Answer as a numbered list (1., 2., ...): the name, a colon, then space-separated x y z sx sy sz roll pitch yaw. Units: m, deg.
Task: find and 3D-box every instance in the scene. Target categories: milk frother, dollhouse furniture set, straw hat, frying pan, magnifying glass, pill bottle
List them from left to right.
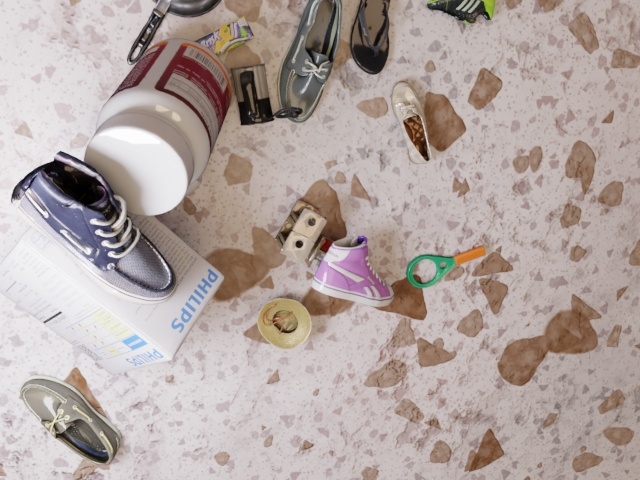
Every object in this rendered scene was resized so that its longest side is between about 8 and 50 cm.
1. frying pan: -0.355 -0.567 1.320 0.326 0.053 0.197 -36 108 -3
2. pill bottle: -0.319 -0.238 1.207 0.223 0.392 0.224 2 128 3
3. milk frother: -0.125 -0.345 1.383 0.143 0.129 0.135 -13 108 -14
4. straw hat: -0.092 0.213 1.573 0.144 0.061 0.145 0 95 3
5. dollhouse furniture set: 0.000 0.000 1.497 0.183 0.129 0.129 28 98 -16
6. magnifying glass: 0.348 0.064 1.642 0.230 0.026 0.092 -18 107 -4

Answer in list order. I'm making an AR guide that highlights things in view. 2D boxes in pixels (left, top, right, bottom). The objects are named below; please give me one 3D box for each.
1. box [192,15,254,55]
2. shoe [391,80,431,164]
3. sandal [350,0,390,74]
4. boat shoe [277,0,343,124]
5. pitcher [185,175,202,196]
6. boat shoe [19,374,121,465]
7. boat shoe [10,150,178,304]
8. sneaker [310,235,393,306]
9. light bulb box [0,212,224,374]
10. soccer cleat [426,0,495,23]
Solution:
1. box: -0.239 -0.455 1.363 0.168 0.059 0.054 -27 109 -3
2. shoe: 0.238 -0.297 1.501 0.076 0.058 0.219 -21 108 -5
3. sandal: 0.127 -0.530 1.417 0.097 0.054 0.255 1 105 -11
4. boat shoe: -0.022 -0.430 1.392 0.116 0.099 0.320 14 103 -16
5. pitcher: -0.398 -0.170 1.384 0.207 0.125 0.178 -15 100 6
6. boat shoe: -0.642 0.462 1.516 0.109 0.091 0.305 -43 109 2
7. boat shoe: -0.378 -0.012 1.051 0.340 0.158 0.127 38 53 -20
8. sneaker: 0.116 0.076 1.514 0.282 0.102 0.161 16 99 -47
9. light bulb box: -0.469 0.086 1.285 0.361 0.357 0.225 43 53 -19
10. soccer cleat: 0.347 -0.568 1.450 0.178 0.060 0.073 -7 108 -12
